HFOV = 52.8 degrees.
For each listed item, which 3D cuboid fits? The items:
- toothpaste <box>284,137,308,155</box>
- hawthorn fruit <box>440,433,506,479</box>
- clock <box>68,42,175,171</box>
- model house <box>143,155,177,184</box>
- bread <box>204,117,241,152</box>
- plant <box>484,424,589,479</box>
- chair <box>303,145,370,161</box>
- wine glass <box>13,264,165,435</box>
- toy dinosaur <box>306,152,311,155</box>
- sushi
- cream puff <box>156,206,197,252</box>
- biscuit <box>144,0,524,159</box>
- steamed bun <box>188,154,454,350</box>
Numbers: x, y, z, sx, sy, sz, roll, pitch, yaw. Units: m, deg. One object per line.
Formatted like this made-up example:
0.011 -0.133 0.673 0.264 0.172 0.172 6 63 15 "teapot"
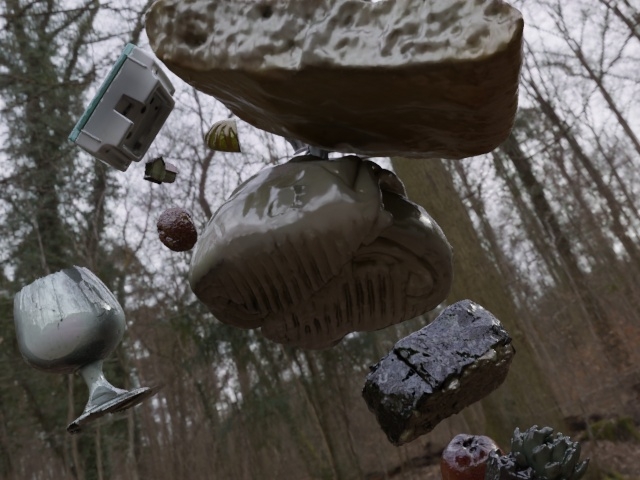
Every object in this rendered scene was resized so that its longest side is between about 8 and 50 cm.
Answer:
-0.117 -0.392 1.773 0.100 0.323 0.066 -24 2 32 "toothpaste"
0.361 0.554 1.505 0.169 0.188 0.169 -10 7 1 "hawthorn fruit"
-0.442 -0.294 1.525 0.262 0.116 0.231 -59 -7 -5 "clock"
-0.372 -0.165 1.499 0.057 0.058 0.083 18 -11 -32 "model house"
-0.255 -0.270 1.679 0.095 0.157 0.082 -13 -69 2 "bread"
0.313 0.372 0.971 0.129 0.194 0.132 22 -5 4 "plant"
0.060 -0.233 1.559 0.222 0.104 0.095 -18 -64 -21 "chair"
-0.515 0.229 1.397 0.238 0.322 0.238 -28 -9 -5 "wine glass"
-0.081 -0.101 1.365 0.187 0.044 0.106 -54 -10 -10 "toy dinosaur"
0.260 0.282 1.372 0.350 0.171 0.210 -30 -44 -18 "sushi"
-0.428 -0.026 1.893 0.084 0.149 0.149 -21 -20 -42 "cream puff"
0.032 -0.182 0.832 0.430 0.103 0.446 8 -6 15 "biscuit"
-0.006 -0.005 0.905 0.324 0.219 0.310 -30 -43 27 "steamed bun"
